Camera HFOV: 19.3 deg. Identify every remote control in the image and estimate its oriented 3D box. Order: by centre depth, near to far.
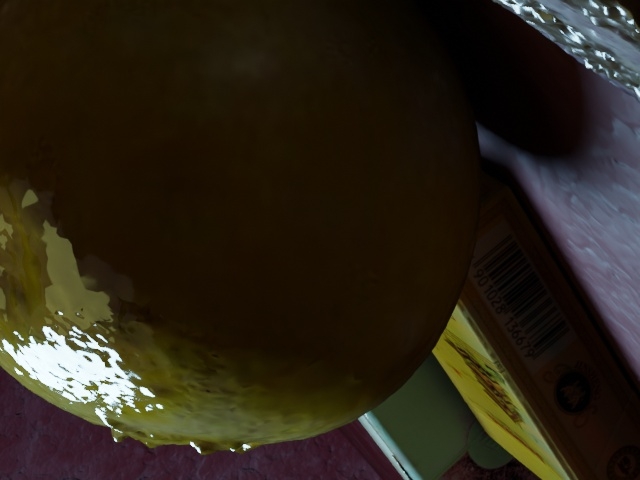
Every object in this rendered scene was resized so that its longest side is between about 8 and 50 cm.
[{"bbox_3d":[0.077,0.085,1.442,0.344,0.145,0.050,54,167,-18],"label":"remote control"}]

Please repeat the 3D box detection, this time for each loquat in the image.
[{"bbox_3d":[-0.064,-0.036,1.085,0.328,0.328,0.328,49,172,10],"label":"loquat"}]

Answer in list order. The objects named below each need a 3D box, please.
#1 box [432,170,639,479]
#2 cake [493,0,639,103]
[{"bbox_3d":[0.122,0.056,1.309,0.274,0.076,0.174,55,172,-29],"label":"box"},{"bbox_3d":[0.129,-0.092,0.642,0.295,0.113,0.116,39,176,-13],"label":"cake"}]
